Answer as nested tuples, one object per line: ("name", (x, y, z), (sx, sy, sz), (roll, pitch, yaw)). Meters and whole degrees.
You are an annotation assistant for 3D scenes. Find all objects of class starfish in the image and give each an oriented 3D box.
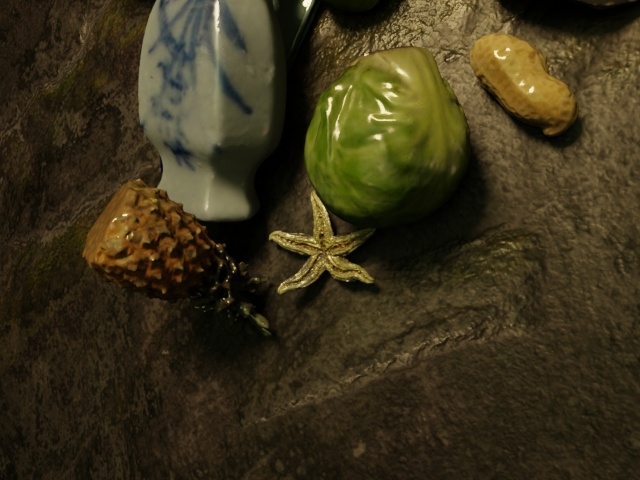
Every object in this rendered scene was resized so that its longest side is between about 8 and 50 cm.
("starfish", (0.000, 0.000, 0.707), (0.208, 0.053, 0.176), (-5, 84, 23))

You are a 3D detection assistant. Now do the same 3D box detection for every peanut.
("peanut", (0.275, -0.215, 0.571), (0.080, 0.080, 0.175), (-42, 74, 19))

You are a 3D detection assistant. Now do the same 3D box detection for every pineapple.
("pineapple", (-0.196, 0.053, 0.687), (0.169, 0.340, 0.169), (-29, 40, 28))

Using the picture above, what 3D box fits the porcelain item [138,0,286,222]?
("porcelain item", (-0.175, -0.248, 0.708), (0.242, 0.178, 0.406), (18, 109, 27))

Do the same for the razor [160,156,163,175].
("razor", (-0.330, -0.198, 0.898), (0.044, 0.028, 0.155), (-5, 85, 26))

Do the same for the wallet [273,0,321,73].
("wallet", (-0.161, -0.399, 0.812), (0.290, 0.054, 0.251), (32, 107, 18))

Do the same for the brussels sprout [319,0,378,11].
("brussels sprout", (0.032, -0.435, 0.668), (0.152, 0.149, 0.122), (52, 124, 33))

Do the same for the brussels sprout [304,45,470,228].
("brussels sprout", (0.088, -0.137, 0.593), (0.243, 0.244, 0.244), (-2, 87, 27))

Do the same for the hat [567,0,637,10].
("hat", (0.353, -0.500, 0.483), (0.366, 0.257, 0.382), (30, 81, 27))
